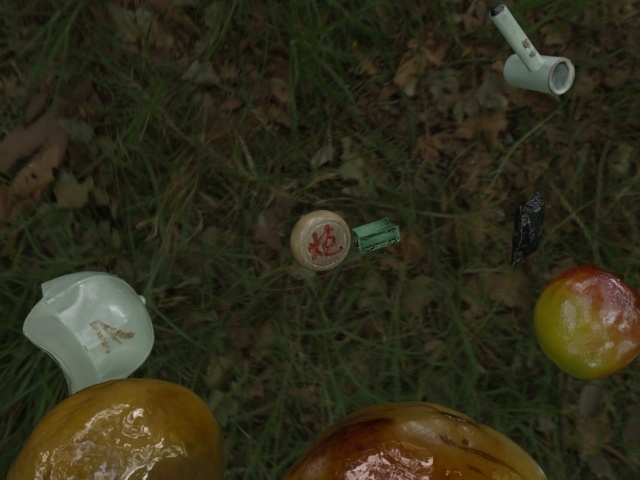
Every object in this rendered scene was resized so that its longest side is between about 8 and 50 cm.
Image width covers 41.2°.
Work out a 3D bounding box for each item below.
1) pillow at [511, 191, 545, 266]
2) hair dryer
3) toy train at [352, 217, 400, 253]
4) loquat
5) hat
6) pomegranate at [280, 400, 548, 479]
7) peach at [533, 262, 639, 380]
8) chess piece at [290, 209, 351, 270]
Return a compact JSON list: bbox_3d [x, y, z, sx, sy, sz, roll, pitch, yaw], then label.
[{"bbox_3d":[0.452,-0.024,1.851,0.090,0.048,0.150,-16,122,-27],"label":"pillow"},{"bbox_3d":[0.381,-0.371,1.645,0.236,0.131,0.073,36,83,-40],"label":"hair dryer"},{"bbox_3d":[0.104,-0.011,1.629,0.093,0.056,0.038,-19,120,-11],"label":"toy train"},{"bbox_3d":[-0.217,0.256,0.928,0.238,0.238,0.193,-38,69,-13],"label":"loquat"},{"bbox_3d":[-0.434,0.182,1.634,0.168,0.301,0.258,-30,102,8],"label":"hat"},{"bbox_3d":[0.082,0.316,0.816,0.319,0.319,0.319,1,86,-13],"label":"pomegranate"},{"bbox_3d":[0.554,0.165,1.749,0.231,0.231,0.231,1,86,-13],"label":"peach"},{"bbox_3d":[0.000,0.000,1.142,0.083,0.038,0.084,-9,113,-22],"label":"chess piece"}]
